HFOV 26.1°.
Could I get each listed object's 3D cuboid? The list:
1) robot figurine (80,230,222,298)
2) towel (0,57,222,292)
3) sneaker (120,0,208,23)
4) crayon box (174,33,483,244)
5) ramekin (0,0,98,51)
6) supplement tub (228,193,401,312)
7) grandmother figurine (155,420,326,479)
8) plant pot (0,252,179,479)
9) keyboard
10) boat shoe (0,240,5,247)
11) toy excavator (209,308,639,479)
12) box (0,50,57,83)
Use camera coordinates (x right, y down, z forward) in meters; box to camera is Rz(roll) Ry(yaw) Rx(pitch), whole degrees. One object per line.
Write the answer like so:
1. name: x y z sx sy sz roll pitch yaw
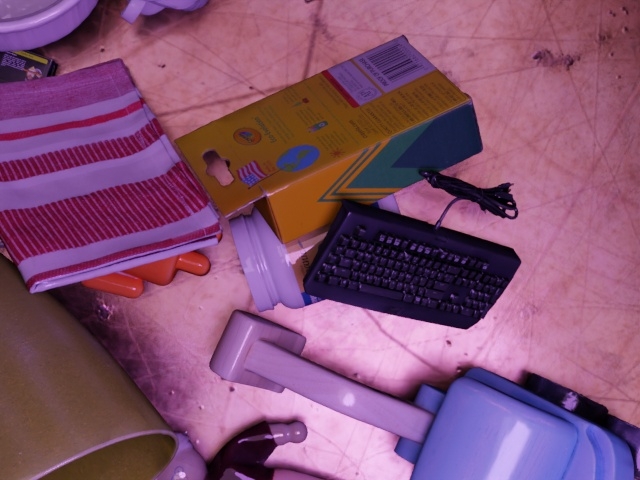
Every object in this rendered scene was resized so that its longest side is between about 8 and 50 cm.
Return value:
1. robot figurine: -0.231 -0.024 1.701 0.219 0.128 0.158 20 124 -1
2. towel: -0.283 -0.087 1.608 0.237 0.037 0.329 -16 50 -23
3. sneaker: -0.148 -0.426 1.706 0.137 0.210 0.366 30 55 -1
4. crayon box: 0.006 -0.115 1.649 0.318 0.202 0.081 -24 127 -9
5. ramekin: -0.384 -0.364 1.675 0.277 0.135 0.277 1 79 -4
6. supplement tub: 0.000 0.000 1.695 0.199 0.144 0.144 -19 90 -1
7. grandmother figurine: -0.071 0.320 1.717 0.342 0.104 0.208 19 81 -4
8. plant pot: -0.345 0.164 1.501 0.275 0.275 0.293 -33 71 -1
9. keyboard: 0.133 0.006 1.641 0.317 0.033 0.201 14 109 -44
10. boat shoe: -0.423 -0.030 1.652 0.277 0.096 0.098 3 106 23
11. toy excavator: 0.139 0.224 1.626 0.445 0.433 0.222 26 89 -35
12. box: -0.452 -0.171 1.738 0.190 0.045 0.184 18 87 0
